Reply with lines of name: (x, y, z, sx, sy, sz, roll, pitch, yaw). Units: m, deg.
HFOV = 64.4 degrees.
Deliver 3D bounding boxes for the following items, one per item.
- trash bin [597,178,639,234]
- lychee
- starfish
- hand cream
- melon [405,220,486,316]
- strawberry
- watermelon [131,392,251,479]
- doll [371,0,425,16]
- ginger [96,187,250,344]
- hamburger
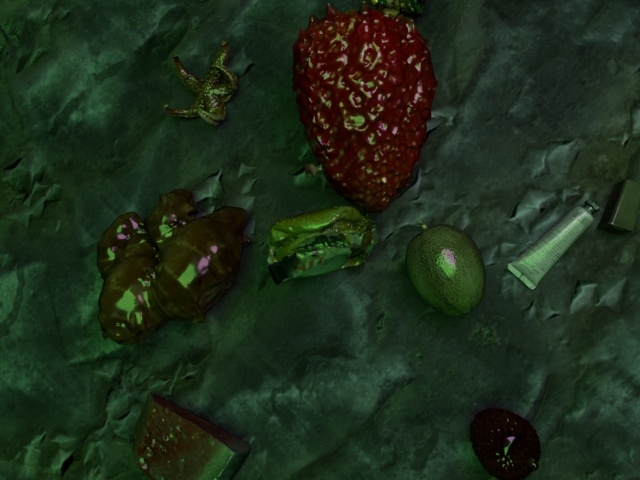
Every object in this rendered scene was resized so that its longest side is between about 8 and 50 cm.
trash bin: (0.562, -0.062, 0.945, 0.043, 0.061, 0.092, 21, 87, 11)
lychee: (0.335, 0.366, 0.923, 0.123, 0.123, 0.129, -34, 44, 6)
starfish: (-0.254, -0.343, 1.099, 0.146, 0.074, 0.190, 21, 89, 9)
hand cream: (0.450, 0.004, 0.972, 0.067, 0.042, 0.194, 44, 99, 2)
melon: (0.232, 0.048, 0.953, 0.139, 0.139, 0.192, -27, 84, 7)
strawberry: (0.064, -0.234, 0.928, 0.292, 0.292, 0.343, 6, 81, 10)
watermelon: (-0.299, 0.425, 1.036, 0.256, 0.140, 0.193, 36, 84, 18)
doll: (0.169, -0.505, 1.057, 0.113, 0.076, 0.078, 14, 120, 39)
ginger: (-0.307, 0.044, 1.047, 0.357, 0.152, 0.274, -24, 62, 6)
hamburger: (0.000, 0.001, 0.953, 0.214, 0.235, 0.125, -24, 72, 11)
